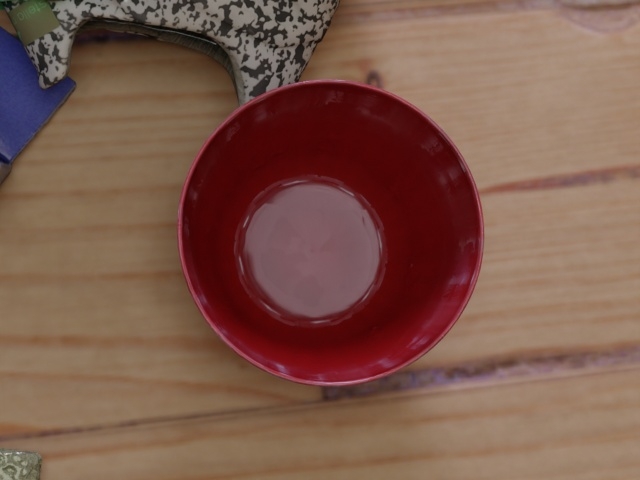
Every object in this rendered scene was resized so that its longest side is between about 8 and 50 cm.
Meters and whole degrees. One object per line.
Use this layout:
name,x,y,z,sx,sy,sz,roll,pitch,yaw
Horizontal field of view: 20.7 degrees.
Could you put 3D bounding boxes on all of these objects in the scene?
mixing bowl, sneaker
mixing bowl,0.000,0.000,1.065,0.181,0.098,0.181,1,83,-8
sneaker,-0.166,-0.188,1.051,0.410,0.158,0.182,20,89,-2

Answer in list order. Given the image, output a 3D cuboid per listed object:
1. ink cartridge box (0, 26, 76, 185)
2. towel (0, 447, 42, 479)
ink cartridge box,-0.351,-0.074,1.026,0.303,0.072,0.307,36,74,-2
towel,-0.241,0.172,1.044,0.148,0.027,0.110,1,81,-7
